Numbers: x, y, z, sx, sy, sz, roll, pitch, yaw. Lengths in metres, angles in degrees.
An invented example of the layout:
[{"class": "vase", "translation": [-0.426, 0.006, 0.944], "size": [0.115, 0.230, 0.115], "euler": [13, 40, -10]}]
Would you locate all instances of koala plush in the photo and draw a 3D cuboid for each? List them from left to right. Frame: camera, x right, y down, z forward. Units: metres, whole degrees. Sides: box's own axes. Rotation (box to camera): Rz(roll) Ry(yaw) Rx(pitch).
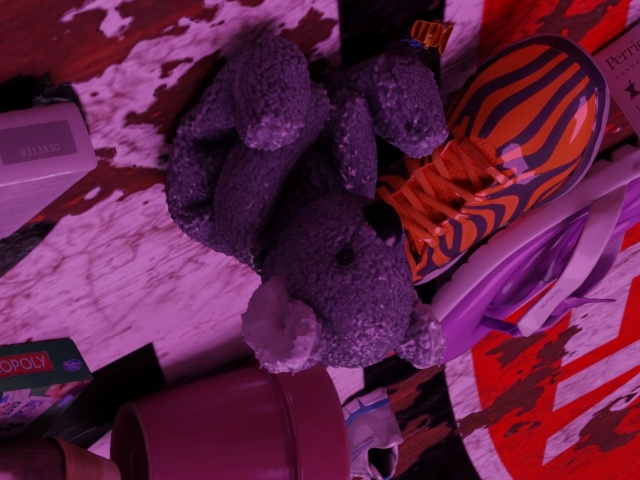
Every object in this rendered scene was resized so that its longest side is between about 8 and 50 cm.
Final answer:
[{"class": "koala plush", "translation": [0.000, 0.000, 1.429], "size": [0.196, 0.221, 0.203], "euler": [0, 147, -44]}]

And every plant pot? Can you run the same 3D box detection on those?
[{"class": "plant pot", "translation": [-0.092, 0.207, 1.828], "size": [0.180, 0.201, 0.201], "euler": [-2, 147, -22]}]

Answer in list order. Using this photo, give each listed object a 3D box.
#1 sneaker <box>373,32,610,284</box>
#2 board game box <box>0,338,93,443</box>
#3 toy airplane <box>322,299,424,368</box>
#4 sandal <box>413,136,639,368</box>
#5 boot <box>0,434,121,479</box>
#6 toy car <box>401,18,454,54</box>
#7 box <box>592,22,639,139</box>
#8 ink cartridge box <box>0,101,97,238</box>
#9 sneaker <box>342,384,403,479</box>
[{"class": "sneaker", "translation": [0.094, -0.026, 1.566], "size": [0.180, 0.124, 0.321], "euler": [-38, 172, -50]}, {"class": "board game box", "translation": [-0.355, 0.199, 1.646], "size": [0.213, 0.046, 0.317], "euler": [-4, 145, -47]}, {"class": "toy airplane", "translation": [0.039, 0.099, 1.953], "size": [0.151, 0.028, 0.151], "euler": [-27, 162, -9]}, {"class": "sandal", "translation": [0.262, 0.011, 1.938], "size": [0.416, 0.102, 0.169], "euler": [-38, 157, 7]}, {"class": "boot", "translation": [-0.310, 0.237, 1.652], "size": [0.207, 0.090, 0.248], "euler": [13, 134, -44]}, {"class": "toy car", "translation": [0.065, -0.130, 1.524], "size": [0.040, 0.060, 0.122], "euler": [19, 122, -4]}, {"class": "box", "translation": [0.359, -0.143, 1.730], "size": [0.181, 0.119, 0.182], "euler": [-37, 156, 14]}, {"class": "ink cartridge box", "translation": [-0.277, -0.018, 1.312], "size": [0.181, 0.056, 0.224], "euler": [-13, 170, -37]}, {"class": "sneaker", "translation": [0.045, 0.241, 2.188], "size": [0.071, 0.083, 0.191], "euler": [-22, 157, -25]}]
